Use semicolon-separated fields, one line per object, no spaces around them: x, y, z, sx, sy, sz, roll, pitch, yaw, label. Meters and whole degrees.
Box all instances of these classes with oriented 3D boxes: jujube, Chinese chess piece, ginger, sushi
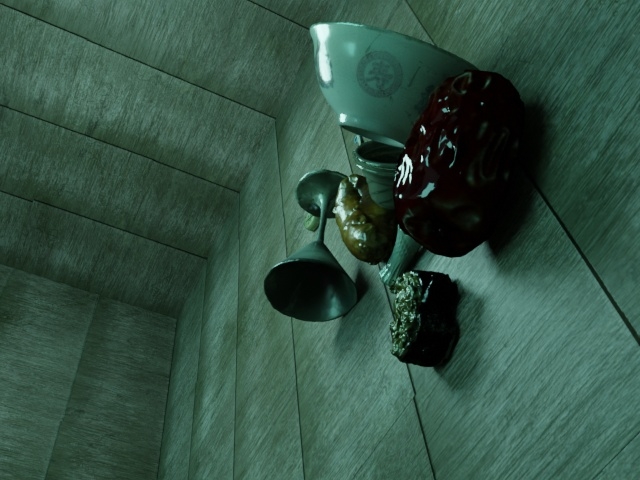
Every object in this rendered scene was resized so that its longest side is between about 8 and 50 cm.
0.276;-0.157;1.439;0.258;0.258;0.377;161;123;-67;jujube
-0.026;-0.074;2.554;0.084;0.034;0.084;-54;24;38;Chinese chess piece
0.129;-0.040;1.893;0.165;0.172;0.321;-26;37;8;ginger
0.212;0.151;1.490;0.147;0.115;0.212;-47;27;51;sushi

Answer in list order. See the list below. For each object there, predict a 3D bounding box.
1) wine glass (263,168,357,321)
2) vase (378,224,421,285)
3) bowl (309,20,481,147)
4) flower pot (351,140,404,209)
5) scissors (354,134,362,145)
0.000;0.000;2.088;0.267;0.267;0.406;-51;20;45;wine glass
0.194;0.040;1.729;0.081;0.081;0.149;-105;35;-61;vase
0.153;-0.334;1.674;0.435;0.434;0.196;-152;80;-72;bowl
0.194;-0.162;1.766;0.235;0.235;0.141;-106;13;-61;flower pot
0.131;-0.339;2.416;0.119;0.014;0.058;-97;31;-62;scissors
